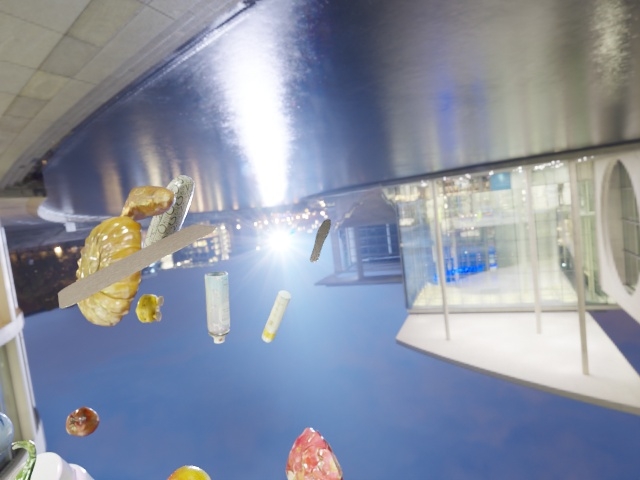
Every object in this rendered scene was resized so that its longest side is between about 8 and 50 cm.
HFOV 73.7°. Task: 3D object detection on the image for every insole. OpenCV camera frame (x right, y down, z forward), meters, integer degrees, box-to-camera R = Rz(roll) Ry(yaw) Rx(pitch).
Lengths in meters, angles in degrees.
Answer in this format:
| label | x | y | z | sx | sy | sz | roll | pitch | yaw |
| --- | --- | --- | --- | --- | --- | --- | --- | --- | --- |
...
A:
| label | x | y | z | sx | sy | sz | roll | pitch | yaw |
| --- | --- | --- | --- | --- | --- | --- | --- | --- | --- |
| insole | 0.000 | 0.000 | 1.178 | 0.044 | 0.135 | 0.002 | -1 | 152 | 40 |

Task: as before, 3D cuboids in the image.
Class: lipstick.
| label | x | y | z | sx | sy | sz | roll | pitch | yaw |
| --- | --- | --- | --- | --- | --- | --- | --- | --- | --- |
| lipstick | -0.194 | 0.333 | 1.863 | 0.059 | 0.264 | 0.059 | 18 | -151 | -10 |

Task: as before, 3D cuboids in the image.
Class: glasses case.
| label | x | y | z | sx | sy | sz | roll | pitch | yaw |
| --- | --- | --- | --- | --- | --- | --- | --- | --- | --- |
| glasses case | -0.567 | -0.079 | 1.592 | 0.085 | 0.355 | 0.137 | 28 | -160 | 1 |

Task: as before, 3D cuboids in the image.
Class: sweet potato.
| label | x | y | z | sx | sy | sz | roll | pitch | yaw |
| --- | --- | --- | --- | --- | --- | --- | --- | --- | --- |
| sweet potato | -0.505 | -0.116 | 1.249 | 0.354 | 0.106 | 0.095 | -11 | 140 | 45 |

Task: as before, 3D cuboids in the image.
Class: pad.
| label | x | y | z | sx | sy | sz | roll | pitch | yaw |
| --- | --- | --- | --- | --- | --- | --- | --- | --- | --- |
| pad | -0.315 | 0.034 | 0.740 | 0.266 | 0.002 | 0.176 | -31 | -160 | -27 |

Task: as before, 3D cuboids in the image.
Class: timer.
| label | x | y | z | sx | sy | sz | roll | pitch | yaw |
| --- | --- | --- | --- | --- | --- | --- | --- | --- | --- |
| timer | -0.652 | 0.255 | 1.599 | 0.109 | 0.107 | 0.107 | -1 | -175 | 4 |

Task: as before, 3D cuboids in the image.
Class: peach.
| label | x | y | z | sx | sy | sz | roll | pitch | yaw |
| --- | --- | --- | --- | --- | --- | --- | --- | --- | --- |
| peach | -0.562 | 1.085 | 1.798 | 0.230 | 0.231 | 0.231 | -7 | -175 | 1 |

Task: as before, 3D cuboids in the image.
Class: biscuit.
| label | x | y | z | sx | sy | sz | roll | pitch | yaw |
| --- | --- | --- | --- | --- | --- | --- | --- | --- | --- |
| biscuit | -0.622 | 0.084 | 1.241 | 0.325 | 0.327 | 0.107 | -2 | 169 | 45 |

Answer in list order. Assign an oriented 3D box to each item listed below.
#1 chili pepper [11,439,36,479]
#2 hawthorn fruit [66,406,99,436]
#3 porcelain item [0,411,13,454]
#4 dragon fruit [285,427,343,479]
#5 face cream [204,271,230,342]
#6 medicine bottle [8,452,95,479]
| label | x | y | z | sx | sy | sz | roll | pitch | yaw |
| --- | --- | --- | --- | --- | --- | --- | --- | --- | --- |
| chili pepper | -0.720 | 0.624 | 0.915 | 0.076 | 0.084 | 0.359 | -43 | -154 | 34 |
| hawthorn fruit | -0.606 | 0.466 | 1.091 | 0.077 | 0.077 | 0.077 | -7 | -175 | 1 |
| porcelain item | -0.953 | 0.561 | 1.181 | 0.141 | 0.142 | 0.259 | -8 | 178 | -16 |
| dragon fruit | -0.017 | 0.759 | 1.401 | 0.189 | 0.262 | 0.163 | -37 | 153 | -3 |
| face cream | -0.334 | 0.220 | 1.392 | 0.075 | 0.230 | 0.075 | 0 | -170 | 0 |
| medicine bottle | -0.961 | 0.938 | 1.547 | 0.240 | 0.302 | 0.241 | -7 | -144 | 5 |
